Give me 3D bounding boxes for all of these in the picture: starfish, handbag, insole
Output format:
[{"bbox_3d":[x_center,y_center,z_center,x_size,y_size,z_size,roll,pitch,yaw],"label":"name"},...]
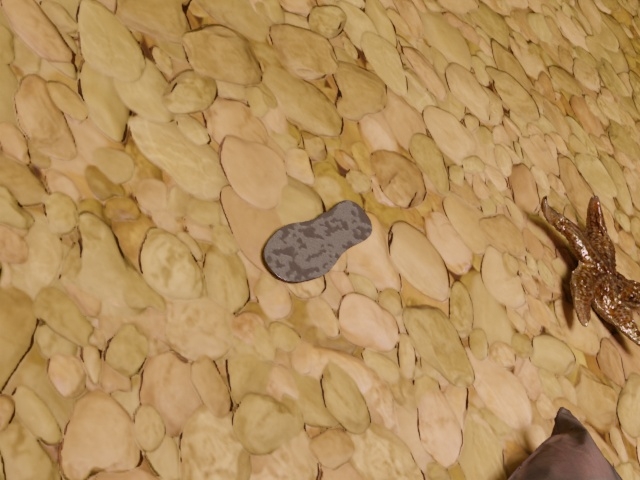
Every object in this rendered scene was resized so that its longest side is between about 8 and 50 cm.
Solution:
[{"bbox_3d":[0.388,0.047,1.507,0.277,0.062,0.235,39,41,-22],"label":"starfish"},{"bbox_3d":[0.291,0.321,1.149,0.182,0.117,0.270,-26,78,-44],"label":"handbag"},{"bbox_3d":[0.000,0.000,1.174,0.065,0.006,0.193,55,37,2],"label":"insole"}]
